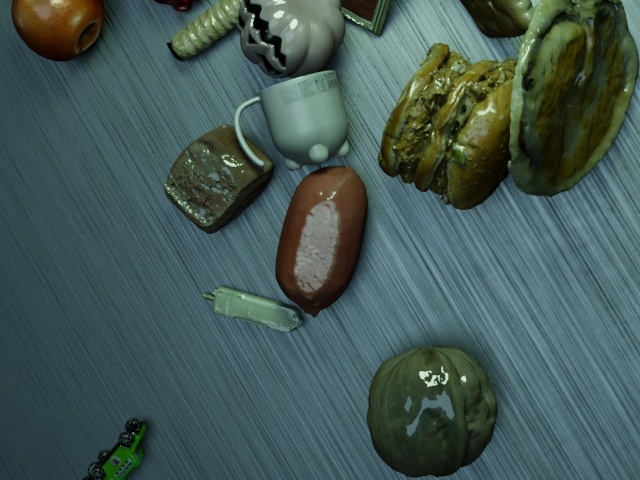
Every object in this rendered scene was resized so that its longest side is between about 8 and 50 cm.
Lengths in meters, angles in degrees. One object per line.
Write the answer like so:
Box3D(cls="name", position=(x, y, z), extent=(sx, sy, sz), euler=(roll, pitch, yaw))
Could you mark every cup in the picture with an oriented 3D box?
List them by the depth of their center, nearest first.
Box3D(cls="cup", position=(-0.038, -0.190, 1.862), extent=(0.134, 0.173, 0.142), euler=(-10, 96, 56))

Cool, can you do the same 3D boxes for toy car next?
Box3D(cls="toy car", position=(-0.366, 0.398, 2.041), extent=(0.062, 0.071, 0.165), euler=(39, 103, -8))

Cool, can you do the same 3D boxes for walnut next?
Box3D(cls="walnut", position=(0.182, 0.280, 1.838), extent=(0.224, 0.224, 0.224), euler=(1, 95, 13))

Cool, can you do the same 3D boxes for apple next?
Box3D(cls="apple", position=(-0.448, -0.388, 1.940), extent=(0.139, 0.163, 0.163), euler=(45, 103, 1))

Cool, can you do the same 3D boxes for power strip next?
Box3D(cls="power strip", position=(-0.120, 0.120, 1.975), extent=(0.191, 0.030, 0.047), euler=(15, 100, 11))

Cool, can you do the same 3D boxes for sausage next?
Box3D(cls="sausage", position=(0.000, 0.000, 1.886), extent=(0.148, 0.148, 0.254), euler=(12, 100, 12))

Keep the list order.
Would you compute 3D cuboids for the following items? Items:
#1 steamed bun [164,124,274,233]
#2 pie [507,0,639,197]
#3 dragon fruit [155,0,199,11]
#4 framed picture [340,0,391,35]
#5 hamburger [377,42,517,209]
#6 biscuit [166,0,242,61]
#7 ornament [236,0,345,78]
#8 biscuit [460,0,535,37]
Box3D(cls="steamed bun", position=(-0.180, -0.108, 1.931), extent=(0.145, 0.106, 0.175), euler=(43, 105, 6))
Box3D(cls="pie", position=(0.371, -0.225, 1.698), extent=(0.077, 0.339, 0.339), euler=(18, 100, 38))
Box3D(cls="dragon fruit", position=(-0.265, -0.432, 1.917), extent=(0.112, 0.126, 0.068), euler=(21, 83, 51))
Box3D(cls="framed picture", position=(0.031, -0.465, 1.799), extent=(0.216, 0.273, 0.016), euler=(30, 56, 10))
Box3D(cls="hamburger", position=(0.217, -0.189, 1.770), extent=(0.211, 0.245, 0.260), euler=(30, 81, 11))
Box3D(cls="biscuit", position=(-0.169, -0.380, 1.927), extent=(0.219, 0.061, 0.055), euler=(-34, 77, 13))
Box3D(cls="ornament", position=(-0.052, -0.349, 1.847), extent=(0.178, 0.177, 0.177), euler=(1, 95, 13))
Box3D(cls="biscuit", position=(0.207, -0.443, 1.722), extent=(0.044, 0.217, 0.325), euler=(-38, 103, -5))
